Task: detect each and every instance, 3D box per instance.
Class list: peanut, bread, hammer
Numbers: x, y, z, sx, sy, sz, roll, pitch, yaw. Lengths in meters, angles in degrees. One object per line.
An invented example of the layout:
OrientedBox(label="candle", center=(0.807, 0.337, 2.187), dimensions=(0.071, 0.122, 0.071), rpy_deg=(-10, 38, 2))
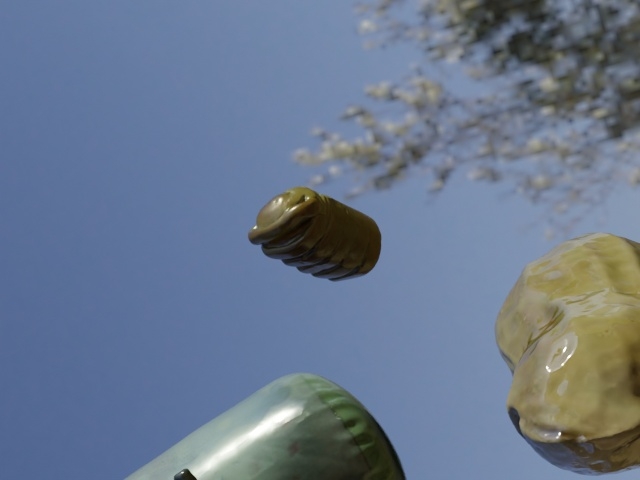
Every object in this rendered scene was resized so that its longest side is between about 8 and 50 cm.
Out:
OrientedBox(label="peanut", center=(0.245, 0.094, 1.529), dimensions=(0.174, 0.158, 0.340), rpy_deg=(30, -165, -12))
OrientedBox(label="bread", center=(0.000, 0.000, 1.000), dimensions=(0.088, 0.049, 0.034), rpy_deg=(28, -149, -45))
OrientedBox(label="hammer", center=(-0.055, 0.154, 0.902), dimensions=(0.119, 0.206, 0.335), rpy_deg=(55, 179, 6))
